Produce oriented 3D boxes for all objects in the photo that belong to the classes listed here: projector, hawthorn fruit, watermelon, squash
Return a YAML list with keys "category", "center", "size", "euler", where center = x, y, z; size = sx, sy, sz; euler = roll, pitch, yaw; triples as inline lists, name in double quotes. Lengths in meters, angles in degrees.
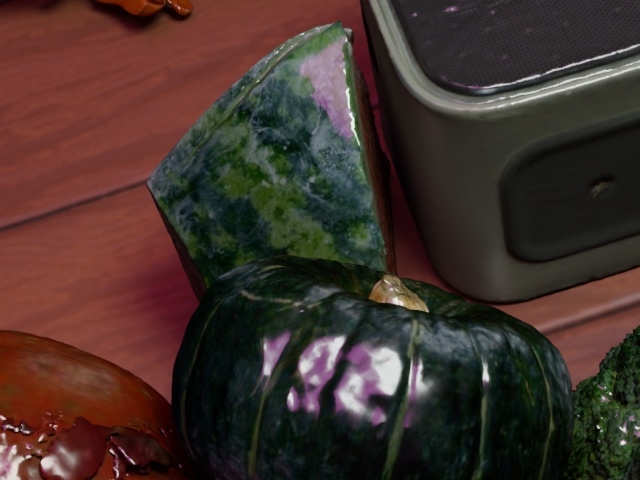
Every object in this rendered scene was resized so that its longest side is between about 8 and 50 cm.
- category: "projector"
  center: [0.169, -0.134, 1.279]
  size: [0.248, 0.249, 0.249]
  euler: [-17, 56, -1]
- category: "hawthorn fruit"
  center: [-0.218, 0.197, 1.121]
  size: [0.316, 0.316, 0.316]
  euler: [-5, 57, 8]
- category: "watermelon"
  center: [0.000, 0.000, 1.266]
  size: [0.193, 0.310, 0.232]
  euler: [-28, 19, -8]
- category: "squash"
  center: [0.030, 0.101, 1.057]
  size: [0.252, 0.252, 0.165]
  euler: [18, 90, 21]

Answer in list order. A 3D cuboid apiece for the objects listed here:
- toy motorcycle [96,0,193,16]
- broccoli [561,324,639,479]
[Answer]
- category: "toy motorcycle"
  center: [-0.149, -0.317, 1.460]
  size: [0.326, 0.221, 0.148]
  euler: [-49, 44, 34]
- category: "broccoli"
  center: [0.316, 0.128, 1.094]
  size: [0.321, 0.304, 0.283]
  euler: [-29, 87, -6]
